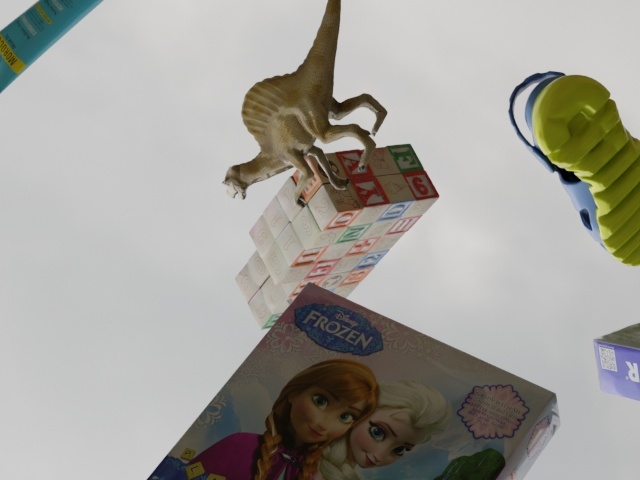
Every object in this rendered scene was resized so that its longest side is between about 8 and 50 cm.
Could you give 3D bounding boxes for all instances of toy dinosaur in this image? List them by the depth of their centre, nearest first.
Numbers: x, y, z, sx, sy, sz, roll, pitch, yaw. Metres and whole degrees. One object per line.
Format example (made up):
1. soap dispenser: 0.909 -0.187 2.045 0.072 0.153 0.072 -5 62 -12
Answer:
1. toy dinosaur: -0.004 -0.087 1.048 0.092 0.183 0.053 26 -158 -7

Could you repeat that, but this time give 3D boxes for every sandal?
1. sandal: 0.321 -0.096 1.837 0.317 0.126 0.138 52 175 -36

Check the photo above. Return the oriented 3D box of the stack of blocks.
1. stack of blocks: 0.000 0.000 2.034 0.171 0.297 0.087 -10 -117 -37

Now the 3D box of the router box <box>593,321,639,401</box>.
1. router box: 0.599 0.155 2.135 0.301 0.335 0.082 -16 -78 -29

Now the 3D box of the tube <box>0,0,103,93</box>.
1. tube: -0.367 -0.271 2.013 0.080 0.207 0.052 52 -176 31

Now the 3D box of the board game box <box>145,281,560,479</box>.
1. board game box: 0.028 0.225 1.595 0.319 0.066 0.318 23 -121 29
